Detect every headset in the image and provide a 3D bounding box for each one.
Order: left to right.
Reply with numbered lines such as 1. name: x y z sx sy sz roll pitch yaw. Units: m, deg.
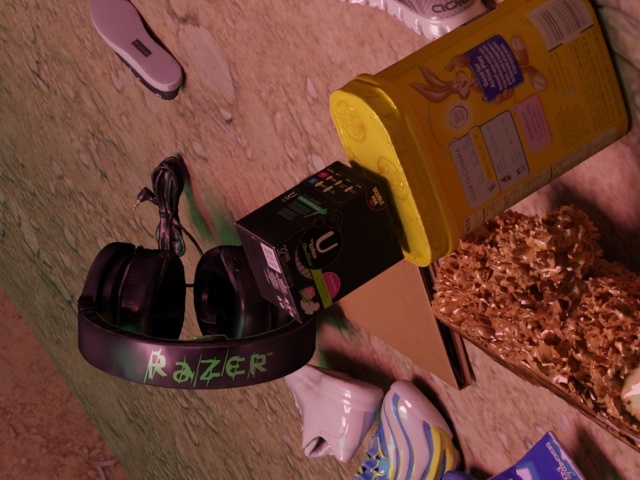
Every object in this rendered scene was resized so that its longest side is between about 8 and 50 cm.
1. headset: -0.138 0.039 1.853 0.394 0.243 0.185 -124 34 -71

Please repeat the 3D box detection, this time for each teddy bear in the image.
1. teddy bear: 0.198 0.064 1.160 0.245 0.113 0.338 37 177 -12

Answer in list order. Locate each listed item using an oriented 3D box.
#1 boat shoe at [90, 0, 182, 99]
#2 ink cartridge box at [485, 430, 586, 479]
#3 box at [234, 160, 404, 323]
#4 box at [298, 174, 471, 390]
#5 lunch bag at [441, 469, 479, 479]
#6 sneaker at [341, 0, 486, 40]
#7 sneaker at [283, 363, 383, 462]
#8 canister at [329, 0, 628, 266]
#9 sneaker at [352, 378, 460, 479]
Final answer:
1. boat shoe: -0.198 -0.204 1.864 0.142 0.049 0.040 49 159 19
2. ink cartridge box: 0.137 0.333 1.516 0.176 0.069 0.371 57 136 20
3. box: 0.000 0.000 1.102 0.052 0.083 0.062 31 146 52
4. box: 0.059 0.037 1.629 0.201 0.021 0.164 30 146 53
5. lunch bag: 0.191 0.365 1.658 0.303 0.115 0.243 33 150 50
6. sneaker: 0.048 -0.203 1.240 0.170 0.063 0.075 34 150 41
7. sneaker: 0.000 0.180 1.830 0.212 0.080 0.094 -166 90 -75
8. canister: 0.105 -0.078 1.117 0.073 0.170 0.126 25 141 58
9. sneaker: 0.071 0.248 1.753 0.091 0.126 0.240 41 155 41
